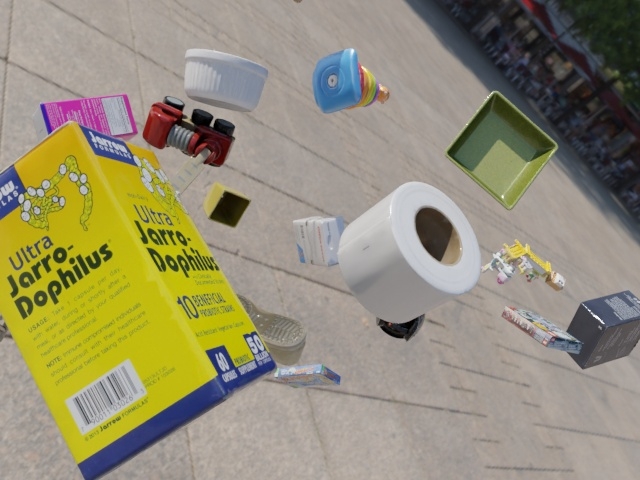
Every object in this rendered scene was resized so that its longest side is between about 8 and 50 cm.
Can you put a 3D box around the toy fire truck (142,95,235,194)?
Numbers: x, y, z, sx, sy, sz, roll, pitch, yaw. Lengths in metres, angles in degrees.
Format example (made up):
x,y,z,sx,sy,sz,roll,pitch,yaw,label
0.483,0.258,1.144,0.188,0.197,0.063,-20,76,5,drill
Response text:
x,y,z,sx,sy,sz,roll,pitch,yaw,label
-0.346,-0.229,1.441,0.217,0.158,0.246,24,22,-6,toy fire truck

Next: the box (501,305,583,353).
x,y,z,sx,sy,sz,roll,pitch,yaw,label
0.447,0.180,1.180,0.094,0.027,0.137,14,13,-27,box

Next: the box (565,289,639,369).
x,y,z,sx,sy,sz,roll,pitch,yaw,label
0.703,0.219,1.434,0.158,0.156,0.093,-10,41,-20,box

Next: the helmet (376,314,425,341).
x,y,z,sx,sy,sz,roll,pitch,yaw,label
0.261,0.242,1.892,0.169,0.169,0.161,51,9,4,helmet

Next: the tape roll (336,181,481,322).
x,y,z,sx,sy,sz,roll,pitch,yaw,label
0.182,0.026,1.183,0.246,0.169,0.246,20,53,-30,tape roll

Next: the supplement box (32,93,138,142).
x,y,z,sx,sy,sz,roll,pitch,yaw,label
-0.600,-0.296,1.491,0.220,0.111,0.114,-17,94,-36,supplement box

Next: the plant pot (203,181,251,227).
x,y,z,sx,sy,sz,roll,pitch,yaw,label
-0.228,-0.092,1.368,0.081,0.081,0.083,21,17,-43,plant pot

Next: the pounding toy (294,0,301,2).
x,y,z,sx,sy,sz,roll,pitch,yaw,label
-0.056,-0.786,1.642,0.181,0.094,0.206,-5,80,-40,pounding toy

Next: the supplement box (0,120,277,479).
x,y,z,sx,sy,sz,roll,pitch,yaw,label
-0.243,0.068,0.723,0.357,0.195,0.194,58,9,9,supplement box

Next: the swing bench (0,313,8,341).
x,y,z,sx,sy,sz,roll,pitch,yaw,label
-0.877,0.084,1.493,0.253,0.165,0.255,29,66,-8,swing bench

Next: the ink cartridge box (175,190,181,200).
x,y,z,sx,sy,sz,roll,pitch,yaw,label
-0.393,0.052,1.214,0.197,0.198,0.270,-81,166,-72,ink cartridge box

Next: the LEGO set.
x,y,z,sx,sy,sz,roll,pitch,yaw,label
0.542,0.084,1.604,0.287,0.107,0.132,13,45,-37,LEGO set

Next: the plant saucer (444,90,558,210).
x,y,z,sx,sy,sz,roll,pitch,yaw,label
0.379,-0.189,1.245,0.188,0.188,0.045,40,-10,-4,plant saucer

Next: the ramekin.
x,y,z,sx,sy,sz,roll,pitch,yaw,label
-0.241,-0.392,1.451,0.207,0.109,0.207,13,5,-1,ramekin

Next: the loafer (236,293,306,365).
x,y,z,sx,sy,sz,roll,pitch,yaw,label
-0.144,0.184,1.167,0.268,0.092,0.102,18,38,34,loafer

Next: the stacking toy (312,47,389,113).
x,y,z,sx,sy,sz,roll,pitch,yaw,label
0.128,-0.486,1.859,0.302,0.165,0.175,-5,89,-51,stacking toy

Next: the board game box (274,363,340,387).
x,y,z,sx,sy,sz,roll,pitch,yaw,label
-0.047,0.491,2.098,0.136,0.201,0.035,43,45,-44,board game box

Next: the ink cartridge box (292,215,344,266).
x,y,z,sx,sy,sz,roll,pitch,yaw,label
0.000,0.000,1.890,0.086,0.203,0.148,-13,99,-28,ink cartridge box
